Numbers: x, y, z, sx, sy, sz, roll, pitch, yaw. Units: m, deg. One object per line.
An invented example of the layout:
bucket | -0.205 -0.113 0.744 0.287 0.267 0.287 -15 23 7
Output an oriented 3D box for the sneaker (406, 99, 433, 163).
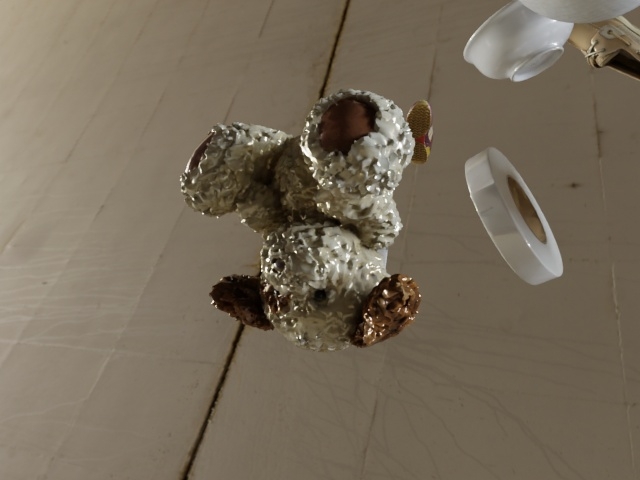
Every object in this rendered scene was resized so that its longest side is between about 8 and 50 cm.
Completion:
sneaker | 0.267 -0.299 1.278 0.070 0.185 0.083 11 -133 16

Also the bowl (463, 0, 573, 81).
bowl | 0.553 -0.525 1.290 0.298 0.298 0.133 -25 -100 10

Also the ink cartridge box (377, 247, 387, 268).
ink cartridge box | 0.083 -0.015 0.867 0.060 0.180 0.104 -6 -129 -3

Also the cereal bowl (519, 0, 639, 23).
cereal bowl | 0.492 -0.573 0.836 0.340 0.141 0.338 0 -89 7

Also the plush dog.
plush dog | 0.000 0.000 0.492 0.263 0.211 0.225 -1 -99 37

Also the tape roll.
tape roll | 0.518 -0.069 1.279 0.072 0.392 0.391 -30 -134 32

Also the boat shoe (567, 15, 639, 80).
boat shoe | 0.806 -0.547 1.340 0.341 0.121 0.110 28 -98 13
